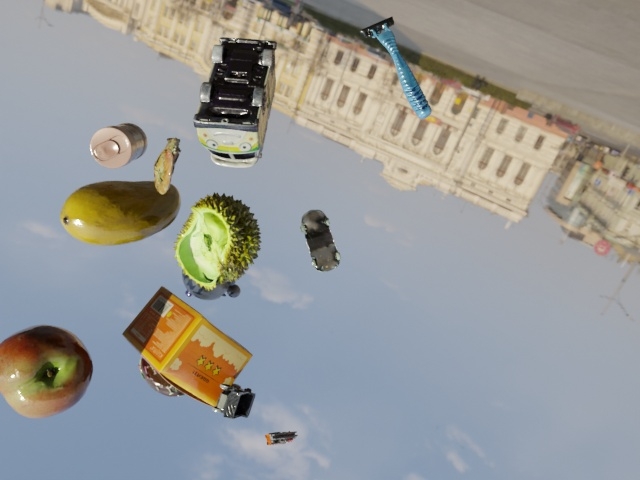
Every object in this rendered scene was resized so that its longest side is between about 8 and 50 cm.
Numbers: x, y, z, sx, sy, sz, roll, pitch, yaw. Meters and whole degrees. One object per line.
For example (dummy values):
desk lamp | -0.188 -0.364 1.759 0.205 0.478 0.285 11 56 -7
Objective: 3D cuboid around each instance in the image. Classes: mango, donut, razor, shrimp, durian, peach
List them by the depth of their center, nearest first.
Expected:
razor | 0.172 -0.373 1.142 0.042 0.081 0.254 77 170 -77
shrimp | -0.368 -0.185 1.280 0.043 0.184 0.092 -3 -127 -34
durian | -0.249 -0.001 1.327 0.200 0.237 0.176 33 -154 27
mango | -0.503 -0.077 1.381 0.331 0.142 0.195 -13 -132 -41
peach | -0.747 0.347 1.428 0.252 0.253 0.252 20 -160 -7
donut | -0.547 0.450 1.993 0.269 0.270 0.103 23 161 3

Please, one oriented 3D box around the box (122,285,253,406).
box | -0.417 0.330 1.649 0.283 0.214 0.260 22 157 47

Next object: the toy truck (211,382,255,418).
toy truck | -0.257 0.484 1.595 0.092 0.083 0.192 16 168 10

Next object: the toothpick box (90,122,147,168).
toothpick box | -0.494 -0.237 1.309 0.098 0.099 0.149 19 -166 -9

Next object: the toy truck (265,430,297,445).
toy truck | -0.082 0.413 1.112 0.083 0.032 0.024 26 -142 -53

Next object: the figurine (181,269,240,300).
figurine | -0.376 0.087 1.871 0.186 0.382 0.261 -17 -107 -35

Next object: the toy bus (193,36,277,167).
toy bus | -0.187 -0.313 1.221 0.143 0.179 0.306 5 -127 0

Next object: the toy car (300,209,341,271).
toy car | 0.000 0.000 1.694 0.095 0.205 0.056 -17 -176 6
